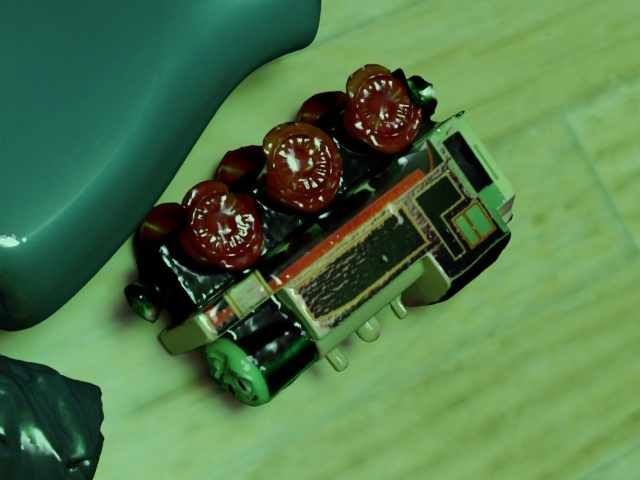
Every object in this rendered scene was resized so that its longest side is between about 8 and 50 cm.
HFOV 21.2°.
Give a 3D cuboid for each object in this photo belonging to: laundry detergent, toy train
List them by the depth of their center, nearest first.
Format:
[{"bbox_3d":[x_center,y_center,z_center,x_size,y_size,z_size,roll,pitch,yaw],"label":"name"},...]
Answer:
[{"bbox_3d":[-0.067,-0.067,0.576,0.097,0.061,0.206,28,60,23],"label":"laundry detergent"},{"bbox_3d":[0.000,0.000,0.590,0.138,0.050,0.087,-37,95,-24],"label":"toy train"}]

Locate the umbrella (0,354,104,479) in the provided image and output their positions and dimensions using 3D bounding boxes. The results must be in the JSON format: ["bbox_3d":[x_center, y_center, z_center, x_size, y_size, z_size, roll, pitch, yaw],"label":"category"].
[{"bbox_3d":[-0.186,0.046,0.493,0.248,0.071,0.071,14,69,-17],"label":"umbrella"}]
